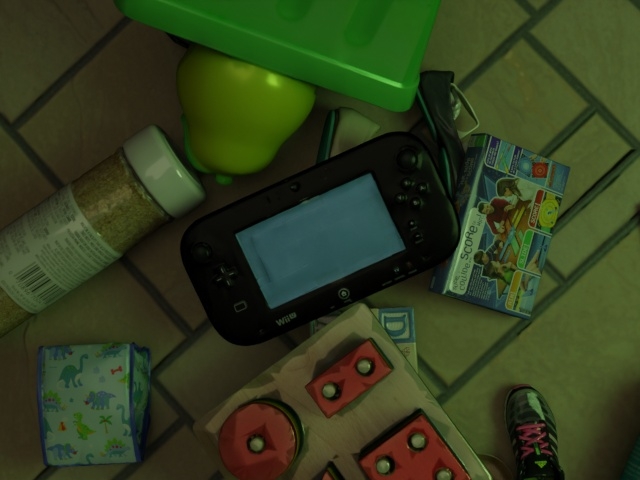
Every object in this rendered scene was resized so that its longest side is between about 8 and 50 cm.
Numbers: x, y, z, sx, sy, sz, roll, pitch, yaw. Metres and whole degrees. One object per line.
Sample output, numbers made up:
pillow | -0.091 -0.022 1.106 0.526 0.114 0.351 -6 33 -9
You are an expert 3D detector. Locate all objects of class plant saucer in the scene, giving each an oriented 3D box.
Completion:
plant saucer | 0.201 0.308 1.084 0.084 0.015 0.083 -1 86 6

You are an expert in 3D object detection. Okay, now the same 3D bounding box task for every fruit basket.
fruit basket | -0.060 -0.262 1.041 0.392 0.392 0.282 -1 52 6

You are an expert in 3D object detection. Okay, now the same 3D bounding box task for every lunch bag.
lunch bag | -0.287 0.210 1.104 0.129 0.096 0.151 -4 75 5

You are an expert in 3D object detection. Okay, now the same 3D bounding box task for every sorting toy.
sorting toy | 0.019 0.245 0.982 0.255 0.089 0.257 -37 83 3

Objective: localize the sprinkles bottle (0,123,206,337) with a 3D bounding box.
sprinkles bottle | -0.322 -0.004 1.112 0.355 0.121 0.121 -34 83 2

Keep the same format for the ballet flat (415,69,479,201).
ballet flat | 0.173 -0.124 1.097 0.074 0.074 0.203 -16 82 5

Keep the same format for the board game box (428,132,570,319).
board game box | 0.222 -0.016 1.066 0.136 0.035 0.201 18 86 -24

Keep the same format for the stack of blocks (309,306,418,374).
stack of blocks | 0.041 0.234 1.071 0.171 0.087 0.297 -4 85 6

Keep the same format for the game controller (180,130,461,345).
game controller | 0.000 0.000 1.021 0.319 0.067 0.166 -24 87 5

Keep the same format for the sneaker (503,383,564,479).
sneaker | 0.263 0.261 1.052 0.063 0.075 0.170 -7 84 5

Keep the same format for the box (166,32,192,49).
box | -0.154 -0.279 1.151 0.083 0.052 0.062 29 89 8

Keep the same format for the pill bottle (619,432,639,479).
pill bottle | 0.437 0.258 0.998 0.146 0.146 0.264 24 89 7

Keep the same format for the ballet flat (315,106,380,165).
ballet flat | 0.018 -0.048 1.106 0.086 0.086 0.248 17 87 7
